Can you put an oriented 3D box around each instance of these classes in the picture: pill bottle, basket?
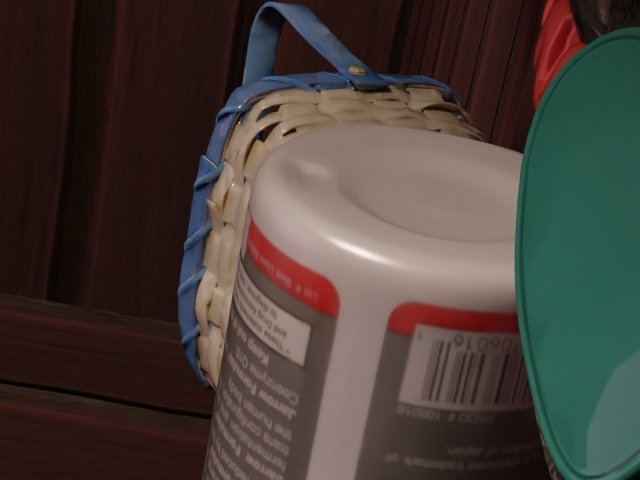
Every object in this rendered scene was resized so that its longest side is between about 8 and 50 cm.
[{"bbox_3d":[0.028,0.107,0.888,0.161,0.161,0.283,-83,4,-66],"label":"pill bottle"},{"bbox_3d":[0.000,0.000,1.338,0.289,0.201,0.255,42,127,51],"label":"basket"}]

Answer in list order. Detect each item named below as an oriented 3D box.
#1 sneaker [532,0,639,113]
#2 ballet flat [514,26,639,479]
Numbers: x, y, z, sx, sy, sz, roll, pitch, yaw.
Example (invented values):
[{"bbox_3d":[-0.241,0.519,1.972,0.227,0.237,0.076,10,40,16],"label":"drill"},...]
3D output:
[{"bbox_3d":[0.106,-0.111,0.541,0.276,0.097,0.135,-87,6,-61],"label":"sneaker"},{"bbox_3d":[0.088,0.049,0.373,0.077,0.079,0.221,-46,31,29],"label":"ballet flat"}]
